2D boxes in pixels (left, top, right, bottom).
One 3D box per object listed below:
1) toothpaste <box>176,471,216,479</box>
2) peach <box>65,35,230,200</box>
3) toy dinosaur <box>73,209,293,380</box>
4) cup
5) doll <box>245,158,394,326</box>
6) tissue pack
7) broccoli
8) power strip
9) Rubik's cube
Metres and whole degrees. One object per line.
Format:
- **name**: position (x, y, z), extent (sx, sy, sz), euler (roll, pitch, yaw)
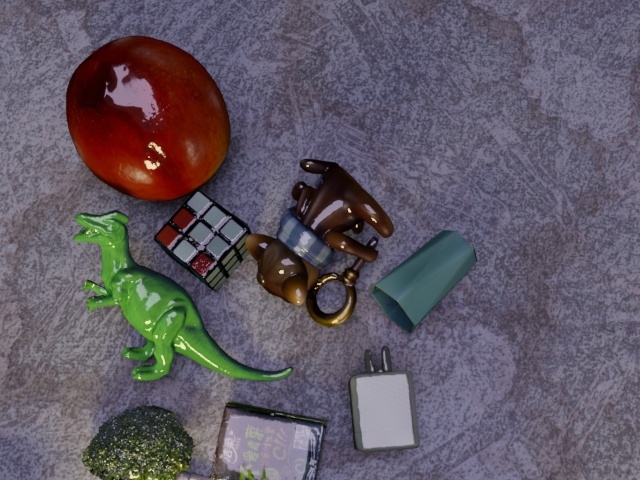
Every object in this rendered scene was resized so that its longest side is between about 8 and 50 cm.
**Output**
- **toothpaste**: position (-0.228, 0.555, 1.611), extent (0.190, 0.031, 0.048), euler (17, 73, 2)
- **peach**: position (-0.398, -0.285, 1.651), extent (0.388, 0.388, 0.388), euler (0, 76, 1)
- **toy dinosaur**: position (-0.301, 0.127, 1.636), extent (0.500, 0.144, 0.374), euler (3, 98, -10)
- **cup**: position (0.249, 0.085, 1.668), extent (0.236, 0.134, 0.148), euler (-40, 51, -13)
- **doll**: position (0.001, 0.000, 1.660), extent (0.318, 0.209, 0.340), euler (39, 82, 14)
- **tissue pack**: position (-0.114, 0.465, 1.608), extent (0.235, 0.073, 0.173), euler (9, 76, 4)
- **broccoli**: position (-0.398, 0.460, 1.568), extent (0.176, 0.198, 0.226), euler (38, 110, -23)
- **power strip**: position (0.135, 0.350, 1.600), extent (0.139, 0.140, 0.224), euler (-5, 75, 0)
- **Rubik's cube**: position (-0.266, 0.001, 1.684), extent (0.162, 0.160, 0.163), euler (39, 79, 11)
